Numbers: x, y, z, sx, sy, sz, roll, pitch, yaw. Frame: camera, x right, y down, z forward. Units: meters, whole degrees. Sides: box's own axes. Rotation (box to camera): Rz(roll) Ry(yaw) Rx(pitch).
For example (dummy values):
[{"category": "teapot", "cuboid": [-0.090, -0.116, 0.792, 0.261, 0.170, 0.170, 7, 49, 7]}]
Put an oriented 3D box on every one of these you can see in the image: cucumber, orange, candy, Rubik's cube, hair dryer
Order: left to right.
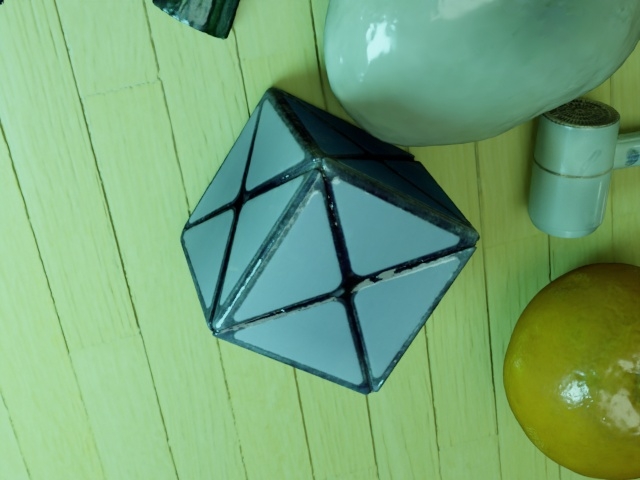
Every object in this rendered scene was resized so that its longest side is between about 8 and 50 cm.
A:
[{"category": "cucumber", "cuboid": [-0.139, -0.302, 1.385, 0.116, 0.062, 0.115, 13, 109, -24]}, {"category": "Rubik's cube", "cuboid": [0.000, 0.000, 1.473, 0.259, 0.260, 0.254, 24, 108, -23]}, {"category": "candy", "cuboid": [0.205, -0.277, 1.426, 0.427, 0.186, 0.386, -33, 129, 6]}, {"category": "orange", "cuboid": [0.414, 0.185, 1.673, 0.312, 0.312, 0.312, -7, 119, -13]}, {"category": "hair dryer", "cuboid": [0.458, -0.117, 1.648, 0.357, 0.107, 0.173, -10, 122, -19]}]

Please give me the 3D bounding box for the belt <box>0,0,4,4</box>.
[{"category": "belt", "cuboid": [-0.471, -0.349, 1.228, 0.325, 0.122, 0.260, 3, 123, -15]}]
